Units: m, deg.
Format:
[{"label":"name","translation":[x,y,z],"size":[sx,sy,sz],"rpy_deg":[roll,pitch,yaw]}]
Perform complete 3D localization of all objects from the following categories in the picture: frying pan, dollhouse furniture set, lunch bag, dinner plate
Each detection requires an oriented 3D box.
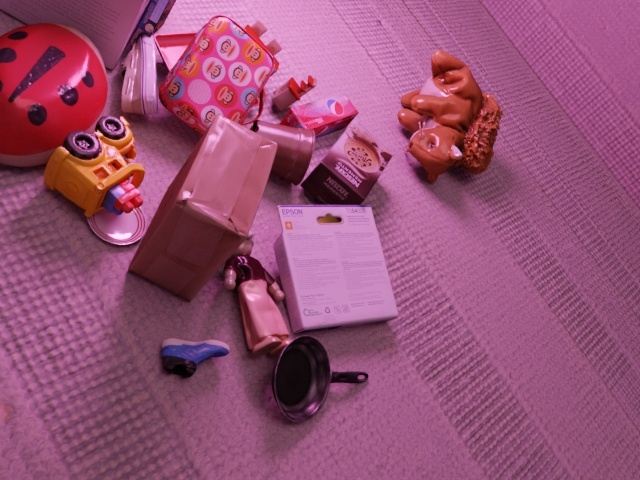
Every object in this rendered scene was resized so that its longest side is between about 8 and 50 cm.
[{"label":"frying pan","translation":[-0.008,0.304,1.624],"size":[0.326,0.053,0.197],"rpy_deg":[-22,105,-50]},{"label":"dollhouse furniture set","translation":[-0.142,-0.535,2.033],"size":[0.259,0.135,0.262],"rpy_deg":[49,20,-22]},{"label":"lunch bag","translation":[-0.259,-0.420,1.814],"size":[0.258,0.120,0.293],"rpy_deg":[37,78,-23]},{"label":"dinner plate","translation":[-0.477,-0.049,1.586],"size":[0.141,0.017,0.141],"rpy_deg":[18,51,-24]}]

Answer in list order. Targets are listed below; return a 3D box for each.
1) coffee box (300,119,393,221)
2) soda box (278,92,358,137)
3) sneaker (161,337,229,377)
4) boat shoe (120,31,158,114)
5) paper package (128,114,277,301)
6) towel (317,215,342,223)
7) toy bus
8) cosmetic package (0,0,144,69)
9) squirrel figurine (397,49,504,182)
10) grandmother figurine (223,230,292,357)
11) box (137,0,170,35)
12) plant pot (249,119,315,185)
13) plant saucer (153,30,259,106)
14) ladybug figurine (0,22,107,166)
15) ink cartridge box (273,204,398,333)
[{"label":"coffee box","translation":[0.086,-0.213,2.029],"size":[0.168,0.119,0.297],"rpy_deg":[40,41,-6]},{"label":"soda box","translation":[-0.002,-0.383,2.123],"size":[0.263,0.083,0.092],"rpy_deg":[-29,79,-45]},{"label":"sneaker","translation":[-0.271,0.264,1.486],"size":[0.152,0.058,0.085],"rpy_deg":[10,49,-26]},{"label":"boat shoe","translation":[-0.484,-0.452,1.800],"size":[0.094,0.109,0.302],"rpy_deg":[-3,50,-12]},{"label":"paper package","translation":[-0.264,-0.072,1.539],"size":[0.168,0.325,0.310],"rpy_deg":[29,48,-16]},{"label":"towel","translation":[0.000,0.000,1.903],"size":[0.102,0.021,0.237],"rpy_deg":[54,44,1]},{"label":"toy bus","translation":[-0.480,-0.154,1.554],"size":[0.211,0.149,0.220],"rpy_deg":[41,43,2]},{"label":"cosmetic package","translation":[-0.567,-0.734,1.734],"size":[0.327,0.393,0.330],"rpy_deg":[28,48,-18]},{"label":"squirrel figurine","translation":[0.462,-0.376,2.335],"size":[0.396,0.281,0.371],"rpy_deg":[21,56,-20]},{"label":"grandmother figurine","translation":[-0.170,0.110,1.647],"size":[0.208,0.104,0.343],"rpy_deg":[35,29,-60]},{"label":"box","translation":[-0.435,-0.666,1.886],"size":[0.044,0.159,0.233],"rpy_deg":[28,19,-16]},{"label":"plant pot","translation":[-0.122,-0.255,1.901],"size":[0.165,0.167,0.167],"rpy_deg":[14,52,-19]},{"label":"plant saucer","translation":[-0.331,-0.477,1.952],"size":[0.258,0.047,0.259],"rpy_deg":[-21,84,-43]},{"label":"ladybug figurine","translation":[-0.652,-0.357,1.571],"size":[0.305,0.162,0.450],"rpy_deg":[29,47,-17]},{"label":"ink cartridge box","translation":[0.036,0.069,1.812],"size":[0.324,0.071,0.330],"rpy_deg":[-2,71,-36]}]
